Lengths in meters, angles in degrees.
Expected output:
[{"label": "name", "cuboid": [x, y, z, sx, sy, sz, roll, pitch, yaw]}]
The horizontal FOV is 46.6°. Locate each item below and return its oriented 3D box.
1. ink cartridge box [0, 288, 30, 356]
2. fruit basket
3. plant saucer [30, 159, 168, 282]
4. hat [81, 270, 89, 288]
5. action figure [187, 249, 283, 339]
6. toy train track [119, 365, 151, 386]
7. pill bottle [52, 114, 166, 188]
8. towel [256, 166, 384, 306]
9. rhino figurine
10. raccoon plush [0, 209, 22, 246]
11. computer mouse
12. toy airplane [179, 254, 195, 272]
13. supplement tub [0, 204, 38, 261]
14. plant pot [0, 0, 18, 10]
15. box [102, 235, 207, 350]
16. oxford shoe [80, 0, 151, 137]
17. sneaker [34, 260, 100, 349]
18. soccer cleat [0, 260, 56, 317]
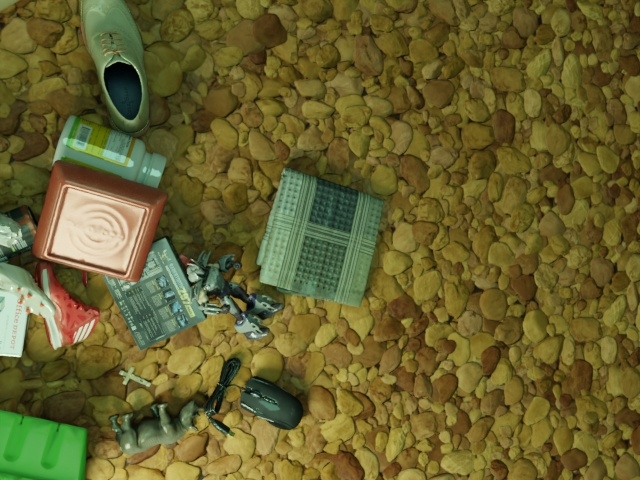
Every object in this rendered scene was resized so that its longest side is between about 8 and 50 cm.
[{"label": "ink cartridge box", "cuboid": [-0.789, 0.182, 1.722, 0.212, 0.093, 0.154, 9, 86, -20]}, {"label": "fruit basket", "cuboid": [-0.724, 0.579, 1.665, 0.391, 0.283, 0.392, 8, 69, -21]}, {"label": "plant saucer", "cuboid": [-0.509, -0.028, 1.701, 0.258, 0.048, 0.259, 16, 115, -17]}, {"label": "hat", "cuboid": [-0.601, -0.039, 1.822, 0.172, 0.184, 0.209, 22, 39, -16]}, {"label": "action figure", "cuboid": [-0.230, 0.132, 1.866, 0.285, 0.099, 0.185, 42, 50, -33]}, {"label": "toy train track", "cuboid": [-0.465, 0.347, 1.865, 0.083, 0.014, 0.048, 28, 81, -16]}, {"label": "pill bottle", "cuboid": [-0.506, -0.198, 1.797, 0.245, 0.136, 0.136, 19, 83, -17]}, {"label": "towel", "cuboid": [0.000, 0.000, 2.010, 0.312, 0.056, 0.324, 16, 82, -20]}, {"label": "rhino figurine", "cuboid": [-0.396, 0.459, 1.856, 0.243, 0.073, 0.106, -11, 88, -25]}, {"label": "raccoon plush", "cuboid": [-0.835, -0.195, 1.657, 0.446, 0.216, 0.299, 24, 78, -16]}, {"label": "computer mouse", "cuboid": [-0.168, 0.439, 1.918, 0.262, 0.060, 0.184, 37, 66, -14]}, {"label": "toy airplane", "cuboid": [-0.354, 0.102, 1.898, 0.151, 0.028, 0.151, 0, 89, -17]}, {"label": "supplement tub", "cuboid": [-0.756, -0.001, 1.729, 0.197, 0.106, 0.106, -24, 96, -17]}, {"label": "plant pot", "cuboid": [-0.817, -0.591, 1.667, 0.274, 0.256, 0.257, -24, 97, -34]}, {"label": "box", "cuboid": [-0.412, 0.129, 1.843, 0.183, 0.059, 0.233, -26, 98, -1]}, {"label": "oxford shoe", "cuboid": [-0.487, -0.454, 1.798, 0.140, 0.146, 0.397, -18, 91, -15]}, {"label": "sneaker", "cuboid": [-0.606, 0.144, 1.788, 0.128, 0.087, 0.221, -13, 114, -27]}, {"label": "soccer cleat", "cuboid": [-0.670, 0.105, 1.689, 0.196, 0.068, 0.076, 30, 35, 11]}]
